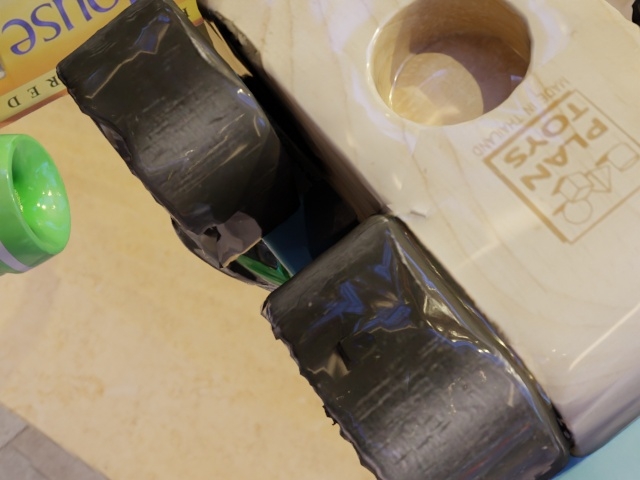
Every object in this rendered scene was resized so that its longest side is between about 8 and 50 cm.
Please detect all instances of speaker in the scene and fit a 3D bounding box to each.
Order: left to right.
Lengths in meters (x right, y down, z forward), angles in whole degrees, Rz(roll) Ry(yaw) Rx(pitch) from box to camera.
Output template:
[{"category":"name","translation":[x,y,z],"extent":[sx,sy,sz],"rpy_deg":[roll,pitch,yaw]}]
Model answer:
[{"category":"speaker","translation":[-0.379,-0.003,0.935],"extent":[0.131,0.297,0.131],"rpy_deg":[-15,90,-79]}]

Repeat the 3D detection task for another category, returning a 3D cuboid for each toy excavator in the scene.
[{"category":"toy excavator","translation":[0.145,0.065,0.505],"extent":[0.433,0.222,0.445],"rpy_deg":[50,-1,29]}]

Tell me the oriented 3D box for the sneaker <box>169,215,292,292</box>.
[{"category":"sneaker","translation":[0.000,0.000,0.763],"extent":[0.343,0.146,0.134],"rpy_deg":[9,62,-62]}]

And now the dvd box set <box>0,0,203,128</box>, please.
[{"category":"dvd box set","translation":[-0.189,-0.249,0.479],"extent":[0.062,0.308,0.420],"rpy_deg":[51,-13,45]}]
